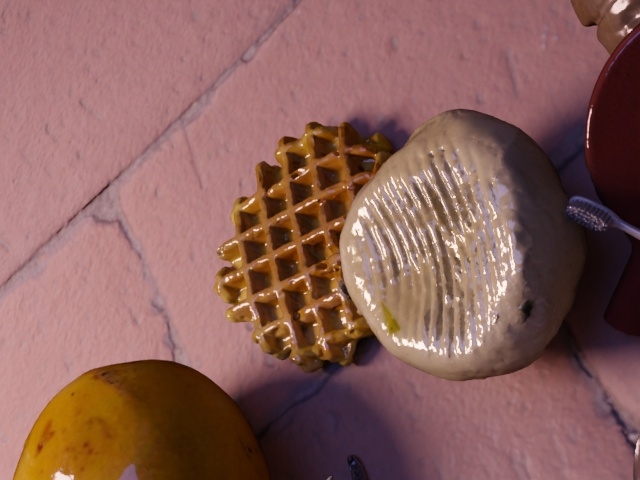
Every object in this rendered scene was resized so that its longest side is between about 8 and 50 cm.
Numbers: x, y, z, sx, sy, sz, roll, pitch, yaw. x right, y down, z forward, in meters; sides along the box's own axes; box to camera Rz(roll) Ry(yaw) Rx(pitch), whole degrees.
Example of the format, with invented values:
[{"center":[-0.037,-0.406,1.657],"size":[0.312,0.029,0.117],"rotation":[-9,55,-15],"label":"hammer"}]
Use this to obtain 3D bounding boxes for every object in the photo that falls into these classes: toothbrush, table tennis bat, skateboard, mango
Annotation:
[{"center":[0.328,0.029,1.261],"size":[0.275,0.025,0.019],"rotation":[28,123,16],"label":"toothbrush"},{"center":[0.315,-0.062,1.298],"size":[0.038,0.200,0.310],"rotation":[-83,10,-71],"label":"table tennis bat"},{"center":[0.019,0.228,1.455],"size":[0.032,0.083,0.064],"rotation":[-35,55,23],"label":"skateboard"},{"center":[-0.179,0.337,1.473],"size":[0.300,0.232,0.446],"rotation":[-15,71,39],"label":"mango"}]

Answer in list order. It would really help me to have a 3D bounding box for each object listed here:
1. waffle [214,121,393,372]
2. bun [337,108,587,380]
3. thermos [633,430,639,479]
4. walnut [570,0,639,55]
[{"center":[-0.001,0.000,1.571],"size":[0.249,0.056,0.253],"rotation":[41,99,39],"label":"waffle"},{"center":[0.140,0.003,1.401],"size":[0.259,0.160,0.259],"rotation":[-3,86,45],"label":"bun"},{"center":[0.367,0.173,1.212],"size":[0.193,0.105,0.137],"rotation":[13,52,34],"label":"thermos"},{"center":[0.337,-0.243,1.337],"size":[0.230,0.178,0.178],"rotation":[-37,55,16],"label":"walnut"}]
